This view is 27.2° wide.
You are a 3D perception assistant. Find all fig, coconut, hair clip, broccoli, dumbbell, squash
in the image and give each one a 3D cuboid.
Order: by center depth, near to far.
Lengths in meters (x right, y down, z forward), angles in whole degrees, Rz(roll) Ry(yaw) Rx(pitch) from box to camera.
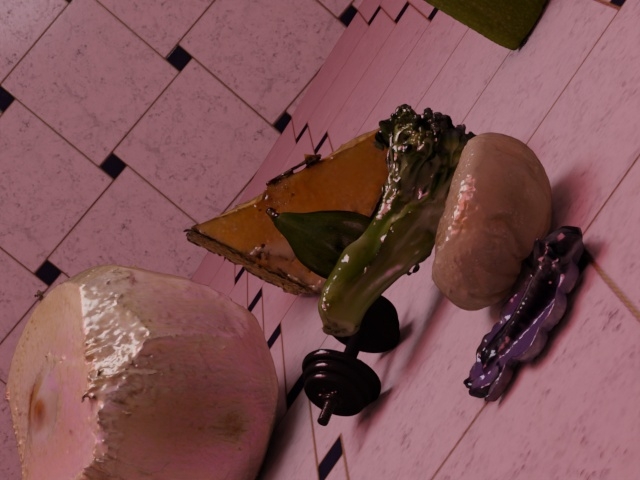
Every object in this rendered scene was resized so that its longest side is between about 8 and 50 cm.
[{"bbox_3d":[0.186,0.069,1.243,0.195,0.052,0.124,-60,4,22],"label":"hair clip"},{"bbox_3d":[0.087,-0.018,1.558,0.304,0.165,0.145,-57,24,-19],"label":"broccoli"},{"bbox_3d":[0.037,0.134,1.579,0.099,0.099,0.208,-45,17,51],"label":"dumbbell"},{"bbox_3d":[0.188,-0.406,1.853,0.111,0.289,0.203,-53,13,32],"label":"squash"},{"bbox_3d":[-0.234,0.243,1.887,0.404,0.405,0.404,-55,12,18],"label":"coconut"},{"bbox_3d":[0.000,0.000,1.904,0.117,0.178,0.117,-167,90,-74],"label":"fig"}]

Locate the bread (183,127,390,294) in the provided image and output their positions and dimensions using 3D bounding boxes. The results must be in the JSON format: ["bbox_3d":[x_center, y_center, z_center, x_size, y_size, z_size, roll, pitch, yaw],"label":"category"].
[{"bbox_3d":[-0.052,-0.082,2.131,0.248,0.279,0.315,145,142,-80],"label":"bread"}]

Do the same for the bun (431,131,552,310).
[{"bbox_3d":[0.180,-0.018,1.369,0.164,0.111,0.188,108,179,-48],"label":"bun"}]
